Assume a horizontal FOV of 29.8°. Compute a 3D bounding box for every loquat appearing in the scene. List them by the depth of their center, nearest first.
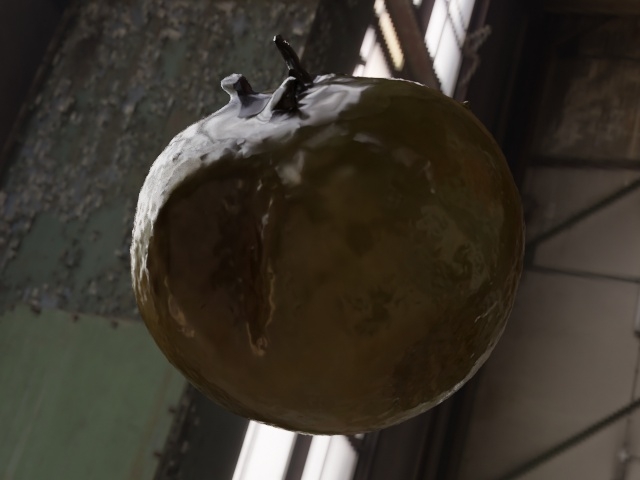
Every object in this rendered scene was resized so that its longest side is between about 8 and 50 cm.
[{"bbox_3d":[0.002,0.002,0.636,0.213,0.213,0.213,14,-25,7],"label":"loquat"}]
